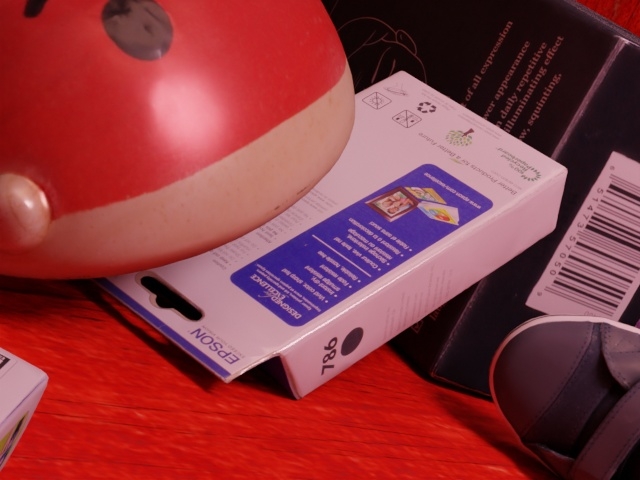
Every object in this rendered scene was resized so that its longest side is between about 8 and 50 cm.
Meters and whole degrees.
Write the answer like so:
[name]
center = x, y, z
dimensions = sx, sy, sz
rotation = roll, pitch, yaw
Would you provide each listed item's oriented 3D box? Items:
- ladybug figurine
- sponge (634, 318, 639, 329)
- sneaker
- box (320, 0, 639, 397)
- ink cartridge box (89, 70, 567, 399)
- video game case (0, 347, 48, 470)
[ladybug figurine]
center = -0.131, -0.116, 1.143
dimensions = 0.305, 0.162, 0.449
rotation = 2, 24, 6
[sponge]
center = 0.298, 0.153, 1.332
dimensions = 0.210, 0.117, 0.031
rotation = 37, 16, 36
[sneaker]
center = 0.252, 0.155, 1.201
dimensions = 0.321, 0.126, 0.127
rotation = 33, 7, 13
[box]
center = 0.138, -0.075, 1.506
dimensions = 0.212, 0.293, 0.395
rotation = 20, 15, -36
[ink cartridge box]
center = 0.000, 0.000, 1.207
dimensions = 0.332, 0.065, 0.165
rotation = -29, 51, -36
[video game case]
center = -0.259, 0.042, 0.674
dimensions = 0.269, 0.061, 0.244
rotation = 28, 10, 0
